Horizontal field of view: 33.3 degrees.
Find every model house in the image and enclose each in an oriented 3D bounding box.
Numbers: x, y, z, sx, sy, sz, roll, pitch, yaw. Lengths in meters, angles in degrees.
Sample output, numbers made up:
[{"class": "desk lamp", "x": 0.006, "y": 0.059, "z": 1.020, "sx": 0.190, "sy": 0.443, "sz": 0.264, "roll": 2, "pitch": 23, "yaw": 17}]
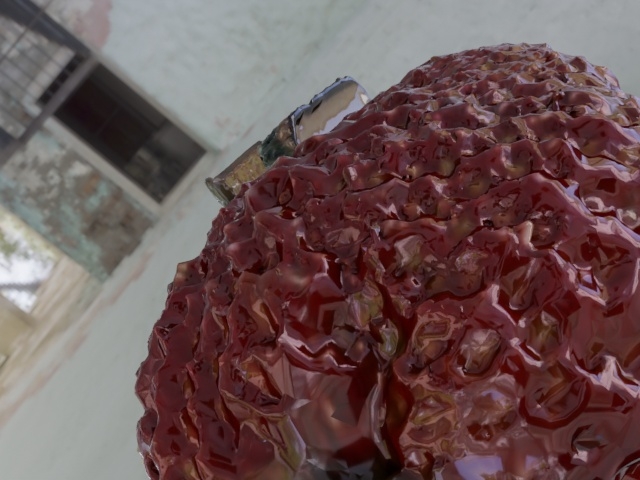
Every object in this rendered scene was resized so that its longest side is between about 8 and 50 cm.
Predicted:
[{"class": "model house", "x": 0.000, "y": 0.000, "z": 0.819, "sx": 0.172, "sy": 0.183, "sz": 0.166, "roll": -34, "pitch": -175, "yaw": 37}]

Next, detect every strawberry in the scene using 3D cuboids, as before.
[{"class": "strawberry", "x": 0.042, "y": 0.031, "z": 0.472, "sx": 0.261, "sy": 0.257, "sz": 0.261, "roll": -16, "pitch": 170, "yaw": -3}]
